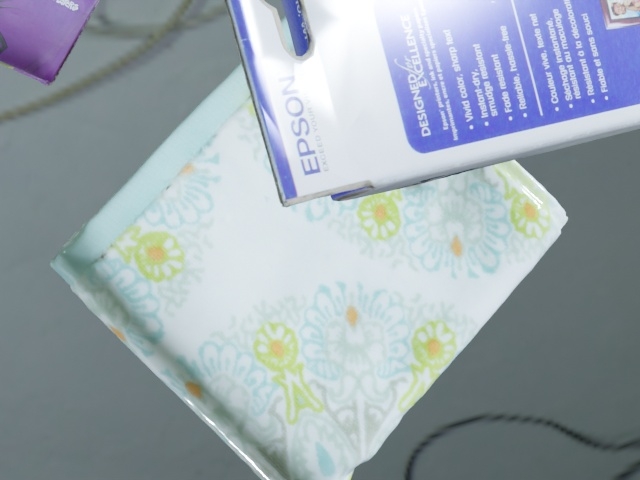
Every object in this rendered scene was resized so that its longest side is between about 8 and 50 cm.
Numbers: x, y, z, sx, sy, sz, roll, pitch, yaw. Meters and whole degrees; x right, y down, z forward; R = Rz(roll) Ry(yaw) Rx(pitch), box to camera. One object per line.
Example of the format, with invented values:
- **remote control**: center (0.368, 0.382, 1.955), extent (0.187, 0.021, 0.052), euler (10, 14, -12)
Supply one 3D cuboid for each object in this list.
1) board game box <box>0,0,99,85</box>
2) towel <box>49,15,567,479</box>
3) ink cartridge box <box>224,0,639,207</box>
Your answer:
- **board game box**: center (-0.254, -0.164, 0.537), extent (0.346, 0.208, 0.056), euler (21, 109, -46)
- **towel**: center (0.000, 0.000, 1.463), extent (0.320, 0.090, 0.374), euler (44, 72, -3)
- **ink cartridge box**: center (0.076, -0.117, 0.710), extent (0.332, 0.065, 0.165), euler (-13, 89, -38)
